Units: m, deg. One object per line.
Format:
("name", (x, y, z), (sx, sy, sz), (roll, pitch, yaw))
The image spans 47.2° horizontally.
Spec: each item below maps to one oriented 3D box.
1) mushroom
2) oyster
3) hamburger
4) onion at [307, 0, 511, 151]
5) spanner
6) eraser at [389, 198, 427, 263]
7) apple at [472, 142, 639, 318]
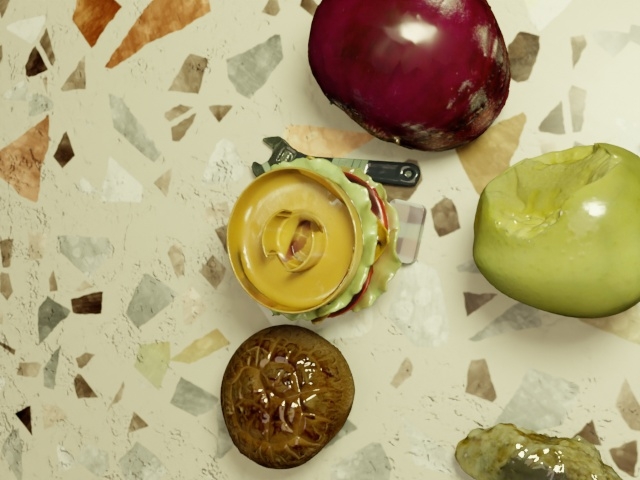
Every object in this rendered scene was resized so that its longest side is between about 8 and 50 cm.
("mushroom", (-0.064, 0.268, 1.267), (0.253, 0.153, 0.253), (-5, 78, 25))
("oyster", (0.378, 0.393, 1.126), (0.341, 0.110, 0.166), (41, 101, 15))
("hamburger", (0.000, 0.000, 1.214), (0.274, 0.212, 0.274), (0, 89, 30))
("onion", (0.140, -0.302, 1.161), (0.337, 0.260, 0.282), (39, 95, 17))
("spanner", (0.024, -0.137, 1.314), (0.316, 0.024, 0.087), (7, 85, 19))
("eraser", (0.143, -0.015, 1.266), (0.065, 0.026, 0.105), (14, 92, 22))
("apple", (0.369, -0.013, 1.068), (0.279, 0.279, 0.279), (-1, 88, 19))
